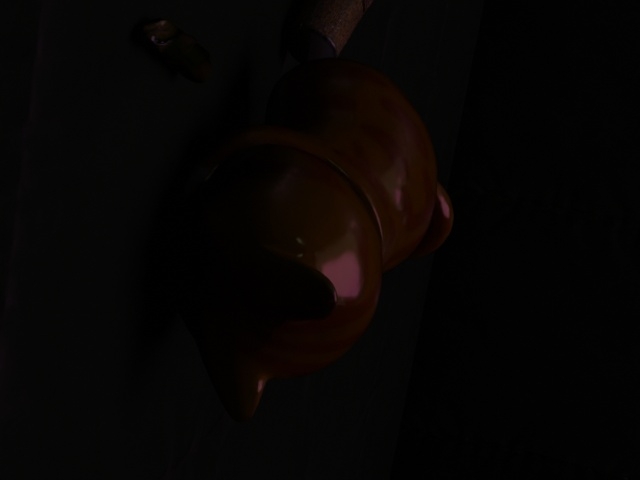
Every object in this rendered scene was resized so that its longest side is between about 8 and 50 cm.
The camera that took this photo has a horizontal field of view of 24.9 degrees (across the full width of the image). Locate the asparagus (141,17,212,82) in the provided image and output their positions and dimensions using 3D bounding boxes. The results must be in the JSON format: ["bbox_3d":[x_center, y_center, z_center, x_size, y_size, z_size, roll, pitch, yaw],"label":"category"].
[{"bbox_3d":[-0.084,-0.112,0.850,0.108,0.025,0.021,31,81,-79],"label":"asparagus"}]

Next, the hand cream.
[{"bbox_3d":[0.026,-0.221,1.209,0.084,0.084,0.203,88,25,-55],"label":"hand cream"}]

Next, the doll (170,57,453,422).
[{"bbox_3d":[-0.011,-0.013,1.014,0.269,0.162,0.166,-48,165,-51],"label":"doll"}]
